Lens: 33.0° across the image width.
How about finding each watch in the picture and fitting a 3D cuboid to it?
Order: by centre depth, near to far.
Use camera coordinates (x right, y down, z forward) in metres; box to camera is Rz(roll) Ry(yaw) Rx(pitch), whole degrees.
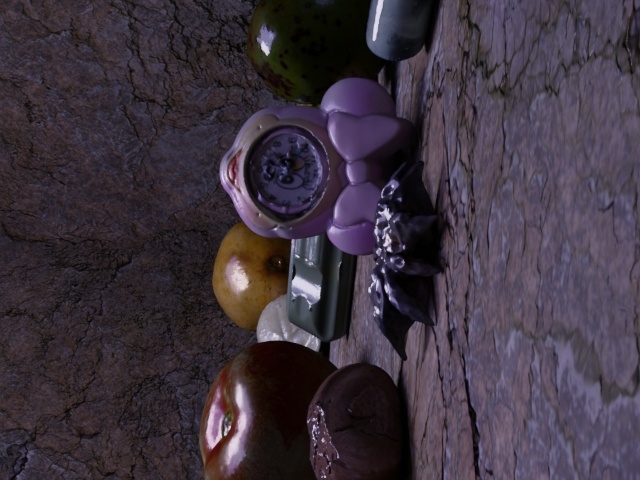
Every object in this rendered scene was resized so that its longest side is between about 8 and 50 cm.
[{"bbox_3d":[0.019,-0.088,1.362,0.217,0.248,0.211,3,-90,-69],"label":"watch"}]

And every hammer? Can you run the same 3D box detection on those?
[{"bbox_3d":[0.097,-0.300,1.250,0.116,0.069,0.194,98,-179,-45],"label":"hammer"}]

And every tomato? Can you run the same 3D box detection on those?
[{"bbox_3d":[-0.051,0.284,1.584,0.270,0.222,0.270,-45,38,50],"label":"tomato"}]

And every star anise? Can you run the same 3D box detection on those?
[{"bbox_3d":[0.083,0.013,1.143,0.181,0.061,0.204,-95,10,-59],"label":"star anise"}]

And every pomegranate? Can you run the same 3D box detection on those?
[{"bbox_3d":[0.011,-0.257,1.487,0.248,0.202,0.202,61,160,24],"label":"pomegranate"},{"bbox_3d":[-0.123,0.074,2.396,0.260,0.260,0.260,-177,90,-85],"label":"pomegranate"}]

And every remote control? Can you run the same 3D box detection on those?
[{"bbox_3d":[0.000,0.000,1.768,0.128,0.065,0.335,24,118,39],"label":"remote control"}]

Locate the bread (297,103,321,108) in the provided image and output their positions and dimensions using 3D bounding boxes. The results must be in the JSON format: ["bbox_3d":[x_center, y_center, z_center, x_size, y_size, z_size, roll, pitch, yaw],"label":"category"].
[{"bbox_3d":[0.026,-0.363,1.731,0.166,0.112,0.384,133,140,-77],"label":"bread"}]

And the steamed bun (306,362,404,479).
[{"bbox_3d":[0.038,0.244,1.251,0.175,0.106,0.145,-97,11,-51],"label":"steamed bun"}]

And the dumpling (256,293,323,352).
[{"bbox_3d":[-0.044,0.166,2.159,0.179,0.131,0.252,-62,20,9],"label":"dumpling"}]
